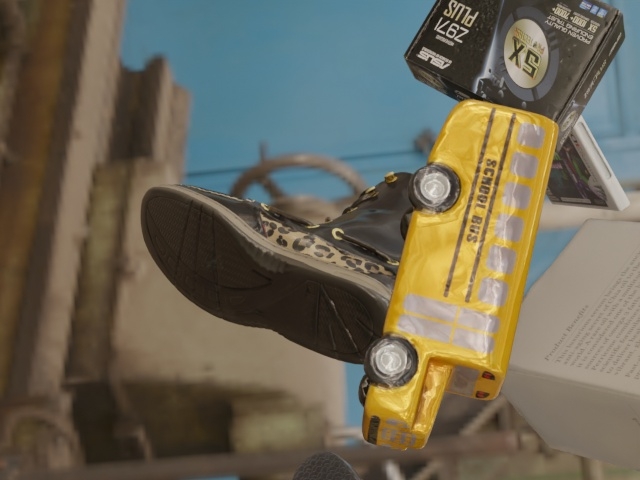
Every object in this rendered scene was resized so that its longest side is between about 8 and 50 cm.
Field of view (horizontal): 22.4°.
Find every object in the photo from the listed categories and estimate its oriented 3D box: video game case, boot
[{"bbox_3d":[0.309,-0.118,2.097,0.173,0.022,0.190,59,-14,-14],"label":"video game case"},{"bbox_3d":[0.000,0.000,1.951,0.284,0.377,0.138,-29,132,-48],"label":"boot"}]

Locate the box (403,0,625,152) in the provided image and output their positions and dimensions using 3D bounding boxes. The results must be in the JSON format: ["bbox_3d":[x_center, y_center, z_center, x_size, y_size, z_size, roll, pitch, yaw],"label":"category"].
[{"bbox_3d":[0.203,-0.201,1.679,0.147,0.180,0.077,-58,163,-4],"label":"box"}]

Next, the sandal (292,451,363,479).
[{"bbox_3d":[0.061,0.340,1.797,0.254,0.097,0.054,57,5,34],"label":"sandal"}]

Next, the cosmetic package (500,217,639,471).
[{"bbox_3d":[0.399,0.121,1.664,0.161,0.230,0.453,49,-20,-25],"label":"cosmetic package"}]

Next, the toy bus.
[{"bbox_3d":[0.129,0.036,1.538,0.108,0.130,0.333,95,10,-68],"label":"toy bus"}]
